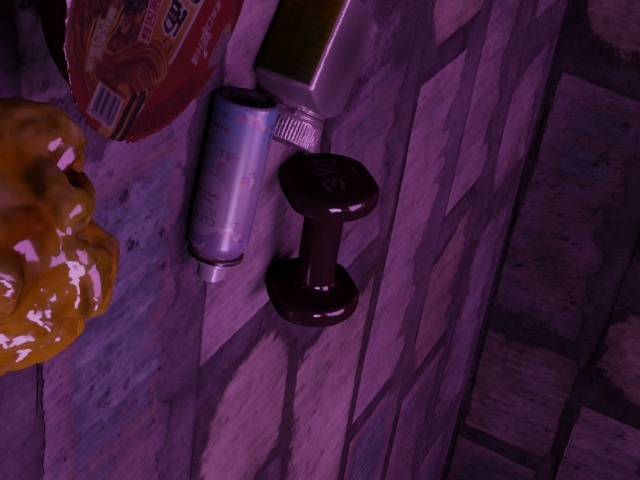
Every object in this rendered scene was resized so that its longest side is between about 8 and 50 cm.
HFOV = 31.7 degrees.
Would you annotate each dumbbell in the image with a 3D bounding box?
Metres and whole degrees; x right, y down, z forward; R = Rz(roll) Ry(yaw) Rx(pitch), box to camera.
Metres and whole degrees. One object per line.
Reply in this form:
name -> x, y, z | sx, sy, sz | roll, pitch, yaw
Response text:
dumbbell -> 0.000, 0.000, 1.567 | 0.124, 0.140, 0.225 | -6, 126, -20

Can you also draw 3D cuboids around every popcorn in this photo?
popcorn -> -0.257, -0.008, 0.849 | 0.200, 0.226, 0.203 | -41, -134, 41

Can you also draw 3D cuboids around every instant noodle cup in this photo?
instant noodle cup -> -0.161, -0.223, 0.949 | 0.274, 0.091, 0.274 | -53, 156, -36

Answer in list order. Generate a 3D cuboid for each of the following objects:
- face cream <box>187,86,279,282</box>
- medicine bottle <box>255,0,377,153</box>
face cream -> -0.106, -0.059, 1.308 | 0.075, 0.075, 0.229 | -33, 140, -59
medicine bottle -> -0.013, -0.208, 1.371 | 0.188, 0.088, 0.132 | -67, 161, 0
